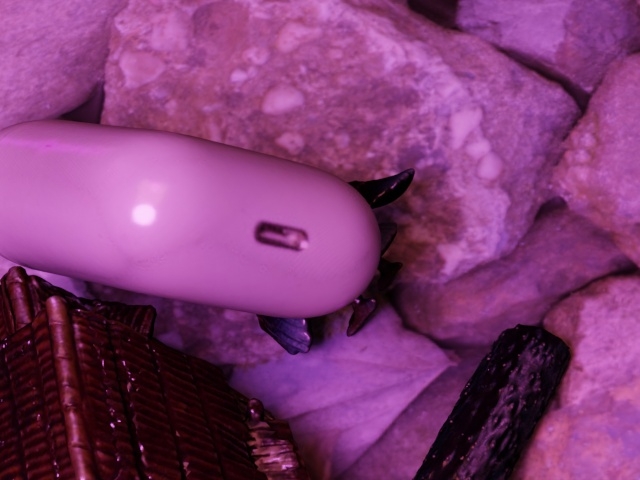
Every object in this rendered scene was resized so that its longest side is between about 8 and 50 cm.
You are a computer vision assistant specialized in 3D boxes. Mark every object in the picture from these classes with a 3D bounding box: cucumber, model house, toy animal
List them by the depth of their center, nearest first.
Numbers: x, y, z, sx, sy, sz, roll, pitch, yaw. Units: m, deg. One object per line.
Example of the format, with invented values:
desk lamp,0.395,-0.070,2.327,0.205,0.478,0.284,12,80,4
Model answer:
model house,-0.177,0.137,1.525,0.297,0.282,0.317,-15,57,1
cucumber,0.153,0.162,1.584,0.078,0.062,0.211,21,64,22
toy animal,-0.007,-0.002,1.684,0.179,0.116,0.218,26,72,22

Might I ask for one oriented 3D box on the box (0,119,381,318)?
box,-0.136,-0.021,1.551,0.349,0.289,0.141,9,88,53
